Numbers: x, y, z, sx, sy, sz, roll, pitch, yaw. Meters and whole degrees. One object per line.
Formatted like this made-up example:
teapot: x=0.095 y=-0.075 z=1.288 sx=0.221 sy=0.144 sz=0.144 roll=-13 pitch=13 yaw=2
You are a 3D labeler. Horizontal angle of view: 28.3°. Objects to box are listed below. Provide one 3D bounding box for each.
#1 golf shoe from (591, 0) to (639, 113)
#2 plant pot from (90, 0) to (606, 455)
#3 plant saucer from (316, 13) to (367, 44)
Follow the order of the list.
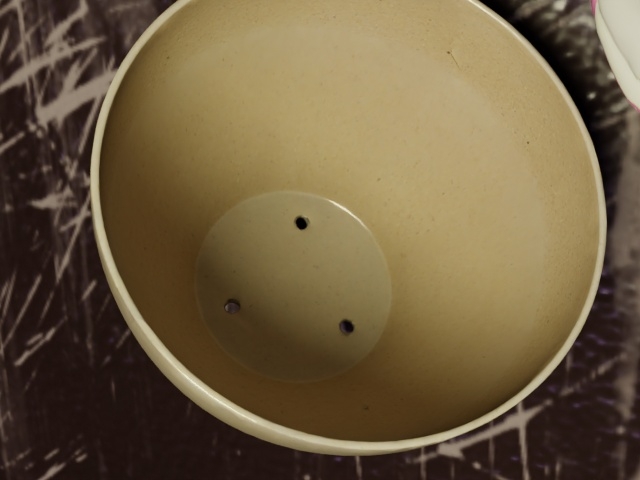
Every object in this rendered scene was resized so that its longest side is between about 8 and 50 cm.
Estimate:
golf shoe: x=0.248 y=-0.078 z=0.617 sx=0.306 sy=0.115 sz=0.140 roll=52 pitch=162 yaw=32
plant pot: x=0.000 y=0.000 z=0.763 sx=0.284 sy=0.284 sz=0.191 roll=39 pitch=157 yaw=2
plant saucer: x=-0.024 y=-0.205 z=0.789 sx=0.168 sy=0.029 sz=0.168 roll=10 pitch=117 yaw=20
